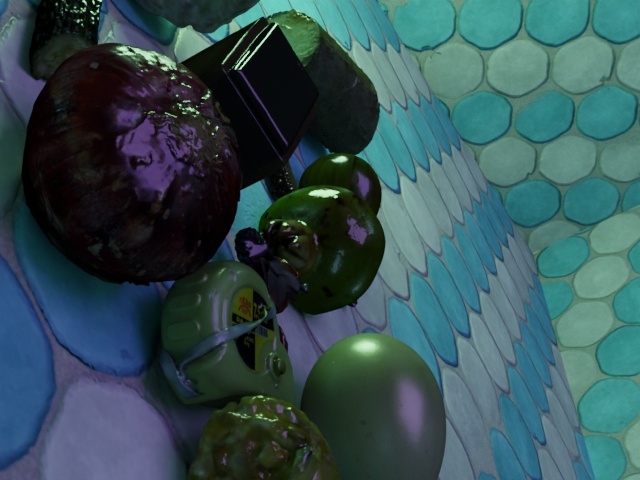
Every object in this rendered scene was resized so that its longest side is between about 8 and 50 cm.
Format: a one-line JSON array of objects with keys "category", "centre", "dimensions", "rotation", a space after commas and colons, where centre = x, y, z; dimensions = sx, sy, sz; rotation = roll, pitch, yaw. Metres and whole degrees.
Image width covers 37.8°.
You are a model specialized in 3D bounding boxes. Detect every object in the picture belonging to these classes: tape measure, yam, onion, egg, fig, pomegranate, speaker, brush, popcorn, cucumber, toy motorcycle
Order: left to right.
[{"category": "cucumber", "centre": [-0.298, -0.283, 1.119], "dimensions": [0.077, 0.077, 0.265], "rotation": [46, 23, -40]}, {"category": "onion", "centre": [-0.189, -0.073, 0.950], "dimensions": [0.246, 0.190, 0.246], "rotation": [25, 54, -39]}, {"category": "tape measure", "centre": [-0.110, 0.112, 1.043], "dimensions": [0.200, 0.106, 0.175], "rotation": [24, 57, -59]}, {"category": "speaker", "centre": [-0.125, -0.169, 1.242], "dimensions": [0.153, 0.192, 0.231], "rotation": [58, 24, -20]}, {"category": "popcorn", "centre": [-0.058, 0.248, 0.959], "dimensions": [0.173, 0.142, 0.174], "rotation": [-17, 90, -80]}, {"category": "brush", "centre": [-0.088, -0.172, 1.556], "dimensions": [0.036, 0.043, 0.248], "rotation": [31, 37, -59]}, {"category": "toy motorcycle", "centre": [-0.067, 0.088, 1.219], "dimensions": [0.118, 0.084, 0.213], "rotation": [39, 38, -52]}, {"category": "yam", "centre": [-0.004, -0.290, 1.760], "dimensions": [0.304, 0.168, 0.168], "rotation": [35, 34, -51]}, {"category": "pomegranate", "centre": [0.000, -0.009, 1.405], "dimensions": [0.241, 0.159, 0.190], "rotation": [38, 30, -41]}, {"category": "fig", "centre": [0.024, -0.022, 1.598], "dimensions": [0.151, 0.151, 0.259], "rotation": [33, 62, -56]}, {"category": "egg", "centre": [0.069, 0.243, 1.207], "dimensions": [0.188, 0.188, 0.254], "rotation": [35, 39, -54]}]

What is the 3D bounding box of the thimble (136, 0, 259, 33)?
[{"category": "thimble", "centre": [-0.169, -0.456, 1.361], "dimensions": [0.291, 0.291, 0.195], "rotation": [55, 27, -23]}]
